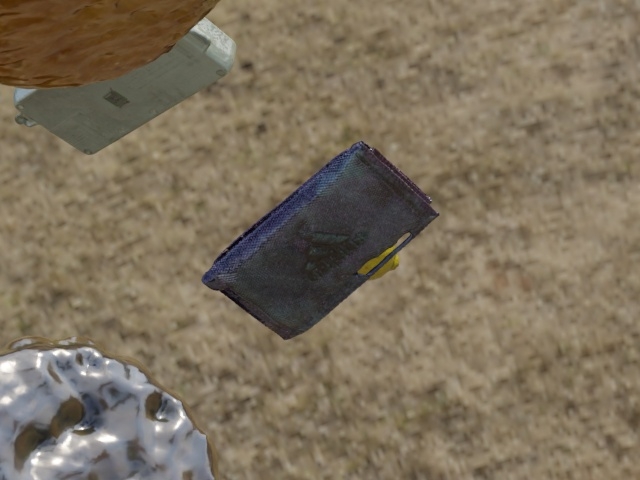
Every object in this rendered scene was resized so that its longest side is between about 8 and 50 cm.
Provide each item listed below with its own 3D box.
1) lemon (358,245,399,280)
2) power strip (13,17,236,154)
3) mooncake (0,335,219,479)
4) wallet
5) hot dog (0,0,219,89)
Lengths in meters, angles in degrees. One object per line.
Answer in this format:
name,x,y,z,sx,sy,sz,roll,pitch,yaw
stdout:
lemon,0.043,0.010,1.657,0.083,0.062,0.062,21,33,-21
power strip,-0.209,-0.172,1.736,0.270,0.118,0.046,-26,42,38
mooncake,-0.228,0.221,1.438,0.290,0.161,0.290,17,51,-22
wallet,-0.001,-0.001,1.272,0.166,0.111,0.030,-41,43,11
hot dog,-0.084,-0.207,0.608,0.223,0.185,0.405,-3,-20,-41
